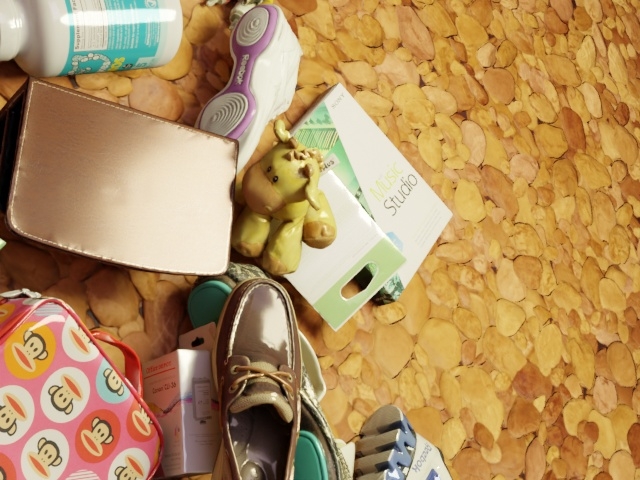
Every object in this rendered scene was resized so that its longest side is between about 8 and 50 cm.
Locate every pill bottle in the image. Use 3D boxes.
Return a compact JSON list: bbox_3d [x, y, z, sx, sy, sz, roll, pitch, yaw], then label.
[{"bbox_3d":[-0.336,-0.304,1.244,0.264,0.146,0.146,-14,83,-39],"label":"pill bottle"}]

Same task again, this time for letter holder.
[{"bbox_3d":[-0.280,-0.054,1.199,0.302,0.152,0.214,14,69,-33],"label":"letter holder"}]

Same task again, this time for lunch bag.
[{"bbox_3d":[-0.317,0.210,1.055,0.258,0.120,0.293,-49,125,-36],"label":"lunch bag"}]

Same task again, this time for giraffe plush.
[{"bbox_3d":[-0.049,-0.071,1.265,0.181,0.170,0.210,35,80,7],"label":"giraffe plush"}]

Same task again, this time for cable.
[{"bbox_3d":[-0.101,-0.453,1.550,0.139,0.072,0.287,36,42,-2],"label":"cable"}]

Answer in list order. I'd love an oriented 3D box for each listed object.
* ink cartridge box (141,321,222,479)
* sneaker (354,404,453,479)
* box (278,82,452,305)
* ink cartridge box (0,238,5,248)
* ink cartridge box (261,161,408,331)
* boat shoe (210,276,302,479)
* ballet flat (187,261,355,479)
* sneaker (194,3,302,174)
[{"bbox_3d":[-0.186,0.214,1.197,0.067,0.115,0.198,7,69,-36],"label":"ink cartridge box"},{"bbox_3d":[0.131,0.426,1.354,0.182,0.127,0.315,33,56,-21],"label":"sneaker"},{"bbox_3d":[0.066,-0.080,1.525,0.322,0.058,0.232,46,53,-13],"label":"box"},{"bbox_3d":[-0.474,0.070,1.004,0.093,0.154,0.212,42,55,-18],"label":"ink cartridge box"},{"bbox_3d":[0.000,0.000,1.405,0.171,0.056,0.235,-44,105,-9],"label":"ink cartridge box"},{"bbox_3d":[-0.072,0.203,1.117,0.123,0.123,0.341,12,70,-17],"label":"boat shoe"},{"bbox_3d":[-0.042,0.254,1.281,0.182,0.164,0.482,-9,78,-57],"label":"ballet flat"},{"bbox_3d":[-0.098,-0.213,1.410,0.152,0.114,0.305,42,64,-55],"label":"sneaker"}]
